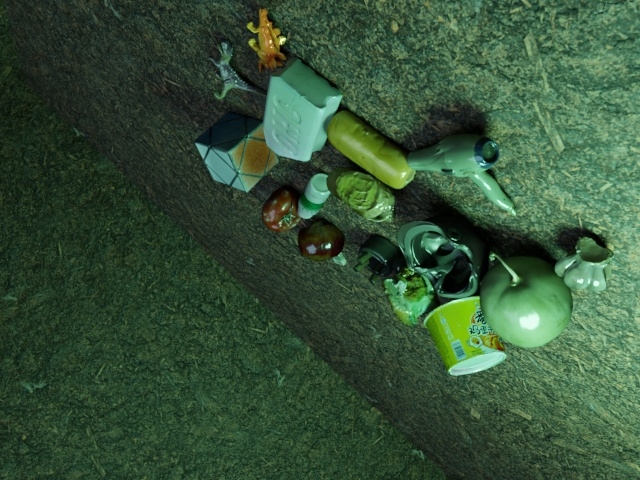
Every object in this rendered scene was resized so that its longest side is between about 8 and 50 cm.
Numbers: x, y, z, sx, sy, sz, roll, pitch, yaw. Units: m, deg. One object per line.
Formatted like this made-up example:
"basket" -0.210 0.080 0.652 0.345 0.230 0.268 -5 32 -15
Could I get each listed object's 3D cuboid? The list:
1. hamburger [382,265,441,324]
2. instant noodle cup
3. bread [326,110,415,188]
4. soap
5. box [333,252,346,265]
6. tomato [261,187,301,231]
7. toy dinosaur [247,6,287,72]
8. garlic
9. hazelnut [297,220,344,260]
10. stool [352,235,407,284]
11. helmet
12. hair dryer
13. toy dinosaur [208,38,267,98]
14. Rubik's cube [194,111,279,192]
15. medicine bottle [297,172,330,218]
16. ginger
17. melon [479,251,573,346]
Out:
"hamburger" 0.343 0.218 1.842 0.288 0.168 0.192 52 -164 -53
"instant noodle cup" 0.510 0.336 1.738 0.264 0.265 0.200 90 168 -58
"bread" 0.152 -0.271 1.539 0.305 0.091 0.142 37 159 10
"soap" -0.074 -0.394 1.612 0.208 0.115 0.347 42 154 7
"box" 0.077 0.072 2.248 0.054 0.024 0.083 16 145 43
"tomato" -0.168 -0.131 2.105 0.151 0.187 0.187 51 164 36
"toy dinosaur" -0.154 -0.574 1.504 0.117 0.070 0.288 36 159 10
"garlic" 0.693 0.080 1.334 0.131 0.127 0.194 26 170 21
"hazelnut" 0.002 0.005 2.125 0.202 0.160 0.170 -8 152 10
"stool" 0.229 0.077 1.922 0.228 0.139 0.153 8 136 51
"helmet" 0.399 0.021 1.561 0.305 0.177 0.225 51 148 1
"hair dryer" 0.374 -0.186 1.382 0.296 0.118 0.298 23 163 44
"toy dinosaur" -0.293 -0.552 1.725 0.200 0.072 0.251 -15 111 48
"Rubik's cube" -0.319 -0.342 1.930 0.205 0.205 0.207 24 150 33
"medicine bottle" -0.027 -0.165 1.941 0.095 0.095 0.260 41 156 1
"ginger" 0.141 -0.153 1.646 0.276 0.130 0.221 39 -174 17
"melon" 0.594 0.177 1.455 0.272 0.271 0.308 24 -179 31
